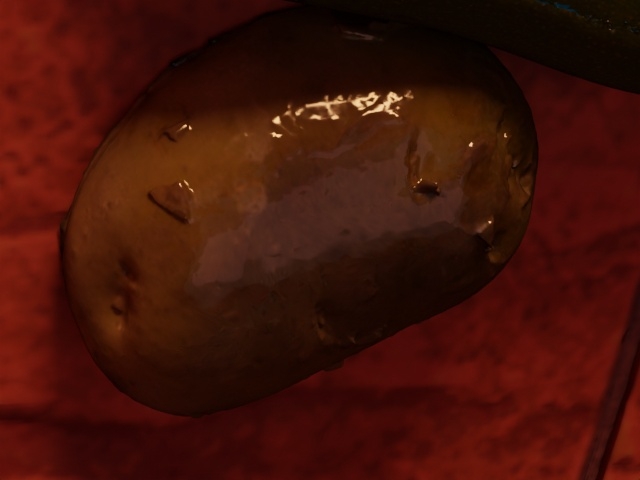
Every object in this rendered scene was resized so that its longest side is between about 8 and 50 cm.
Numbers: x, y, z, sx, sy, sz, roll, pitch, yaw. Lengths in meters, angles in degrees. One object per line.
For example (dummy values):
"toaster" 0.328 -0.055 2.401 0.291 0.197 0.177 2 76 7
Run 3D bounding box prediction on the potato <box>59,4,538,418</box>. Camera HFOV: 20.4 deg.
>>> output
"potato" 0.000 0.000 0.696 0.200 0.081 0.164 -29 128 -5

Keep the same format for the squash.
"squash" 0.085 -0.105 0.671 0.331 0.087 0.087 13 112 -29
